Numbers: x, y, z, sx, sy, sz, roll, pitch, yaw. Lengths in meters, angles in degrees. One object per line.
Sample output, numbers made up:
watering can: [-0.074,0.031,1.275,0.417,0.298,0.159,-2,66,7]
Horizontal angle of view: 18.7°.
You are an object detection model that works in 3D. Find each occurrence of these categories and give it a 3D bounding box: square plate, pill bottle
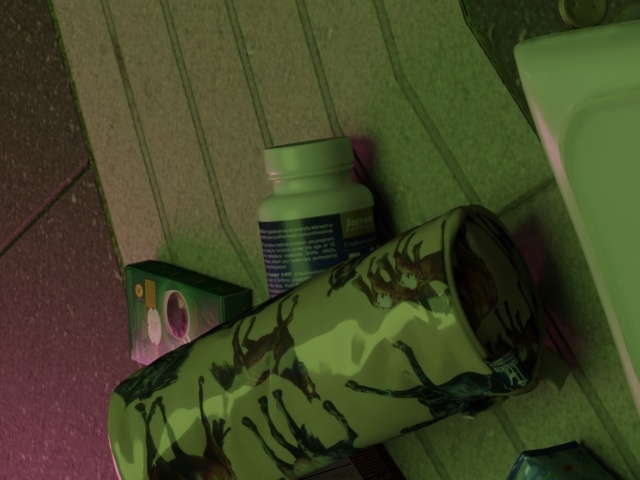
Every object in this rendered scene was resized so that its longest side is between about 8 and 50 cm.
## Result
square plate: [0.307,0.006,1.305,0.347,0.049,0.344,-6,109,46]
pill bottle: [0.000,0.000,1.825,0.112,0.112,0.186,-2,99,52]

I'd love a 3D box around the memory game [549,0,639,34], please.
memory game: [0.252,-0.132,1.430,0.012,0.186,0.186,179,81,-76]

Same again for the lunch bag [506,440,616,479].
lunch bag: [0.208,0.268,1.648,0.129,0.096,0.151,42,120,36]

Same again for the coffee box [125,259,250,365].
coffee box: [-0.142,0.092,2.085,0.184,0.040,0.113,13,110,50]

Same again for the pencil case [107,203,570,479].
pencil case: [0.004,0.128,1.704,0.410,0.160,0.183,-27,99,27]

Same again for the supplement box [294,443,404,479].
supplement box: [0.005,0.314,1.887,0.194,0.129,0.191,56,137,26]
